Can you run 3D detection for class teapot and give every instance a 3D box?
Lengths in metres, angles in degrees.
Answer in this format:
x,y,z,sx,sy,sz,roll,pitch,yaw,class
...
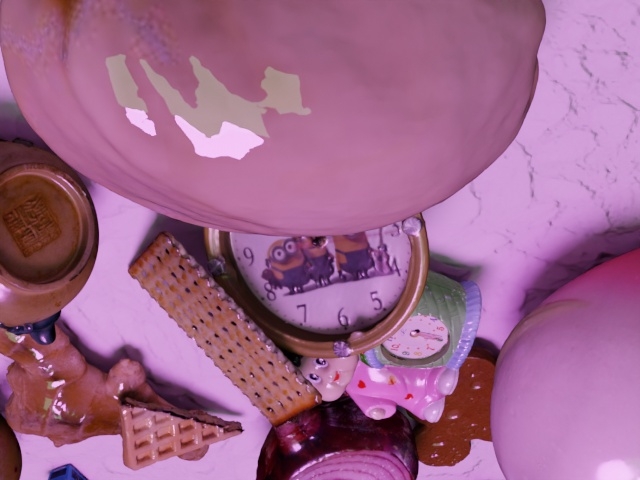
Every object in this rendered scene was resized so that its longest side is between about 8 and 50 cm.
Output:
x,y,z,sx,sy,sz,roll,pitch,yaw,class
-0.317,-0.015,1.287,0.182,0.173,0.269,-10,115,52,teapot

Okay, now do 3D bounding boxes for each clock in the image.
x,y,z,sx,sy,sz,roll,pitch,yaw,class
0.052,0.100,1.422,0.195,0.100,0.194,11,127,-10,clock
0.000,0.000,1.315,0.237,0.057,0.237,7,110,20,clock

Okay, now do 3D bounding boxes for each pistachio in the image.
x,y,z,sx,sy,sz,roll,pitch,yaw,class
-0.028,-0.163,1.073,0.445,0.281,0.365,5,126,-24,pistachio

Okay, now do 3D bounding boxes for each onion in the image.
x,y,z,sx,sy,sz,roll,pitch,yaw,class
-0.001,0.233,1.519,0.195,0.140,0.218,-26,128,18,onion

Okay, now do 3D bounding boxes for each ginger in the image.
x,y,z,sx,sy,sz,roll,pitch,yaw,class
-0.251,0.178,1.510,0.334,0.081,0.148,28,99,-30,ginger

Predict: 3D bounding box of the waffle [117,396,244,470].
x,y,z,sx,sy,sz,roll,pitch,yaw,class
-0.154,0.200,1.518,0.153,0.023,0.097,-15,124,-26,waffle

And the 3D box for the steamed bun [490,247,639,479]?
x,y,z,sx,sy,sz,roll,pitch,yaw,class
0.326,0.141,1.366,0.309,0.309,0.309,0,133,0,steamed bun

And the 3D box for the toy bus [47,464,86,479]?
x,y,z,sx,sy,sz,roll,pitch,yaw,class
-0.302,0.317,1.662,0.038,0.046,0.083,-22,127,19,toy bus

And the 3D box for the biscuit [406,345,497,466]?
x,y,z,sx,sy,sz,roll,pitch,yaw,class
0.166,0.194,1.555,0.138,0.031,0.205,15,131,-14,biscuit

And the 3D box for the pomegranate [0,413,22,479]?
x,y,z,sx,sy,sz,roll,pitch,yaw,class
-0.441,0.252,1.496,0.210,0.179,0.179,-24,151,-43,pomegranate

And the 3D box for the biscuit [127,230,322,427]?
x,y,z,sx,sy,sz,roll,pitch,yaw,class
-0.099,0.093,1.368,0.231,0.016,0.139,47,150,-2,biscuit
